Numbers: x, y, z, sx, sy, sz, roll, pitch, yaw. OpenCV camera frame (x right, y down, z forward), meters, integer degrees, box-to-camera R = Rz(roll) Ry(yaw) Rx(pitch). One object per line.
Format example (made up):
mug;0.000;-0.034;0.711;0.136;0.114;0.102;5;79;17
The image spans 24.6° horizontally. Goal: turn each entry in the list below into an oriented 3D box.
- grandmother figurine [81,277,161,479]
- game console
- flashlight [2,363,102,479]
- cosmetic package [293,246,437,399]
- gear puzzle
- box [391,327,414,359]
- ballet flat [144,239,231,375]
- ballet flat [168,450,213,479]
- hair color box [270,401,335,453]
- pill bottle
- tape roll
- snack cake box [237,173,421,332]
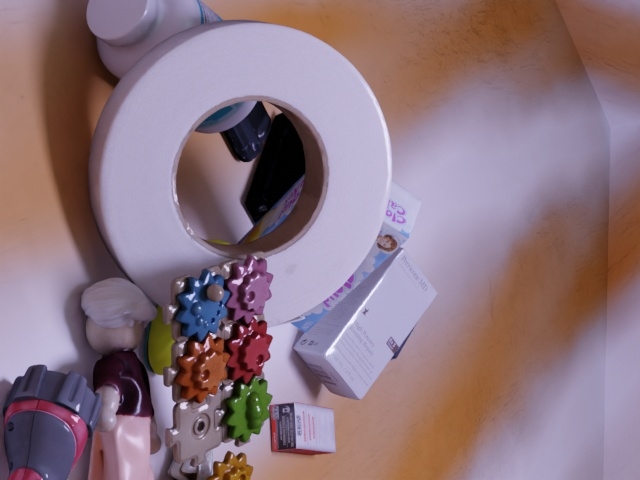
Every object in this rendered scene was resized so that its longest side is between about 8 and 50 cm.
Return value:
grandmother figurine;-0.236;0.210;1.729;0.208;0.104;0.342;98;-13;-75
game console;-0.097;-0.166;2.225;0.213;0.044;0.361;-74;147;-46
flashlight;-0.314;0.278;1.521;0.103;0.103;0.304;35;46;-23
cosmetic package;0.073;0.126;2.319;0.231;0.085;0.117;-52;123;-21
gear puzzle;-0.115;0.191;1.797;0.175;0.044;0.339;-18;115;-47
box;0.088;0.102;2.479;0.156;0.093;0.158;-53;128;-58
ballet flat;-0.167;0.080;1.939;0.231;0.077;0.077;-72;145;-45
ballet flat;-0.172;0.315;1.876;0.052;0.057;0.168;31;53;-48
hair color box;-0.025;0.286;2.222;0.141;0.043;0.072;25;60;-63
pill bottle;-0.194;-0.249;1.912;0.264;0.146;0.146;34;52;-58
tape roll;-0.096;-0.080;1.840;0.072;0.392;0.392;29;-40;64
snack cake box;0.000;0.000;2.064;0.152;0.264;0.089;34;41;-13
